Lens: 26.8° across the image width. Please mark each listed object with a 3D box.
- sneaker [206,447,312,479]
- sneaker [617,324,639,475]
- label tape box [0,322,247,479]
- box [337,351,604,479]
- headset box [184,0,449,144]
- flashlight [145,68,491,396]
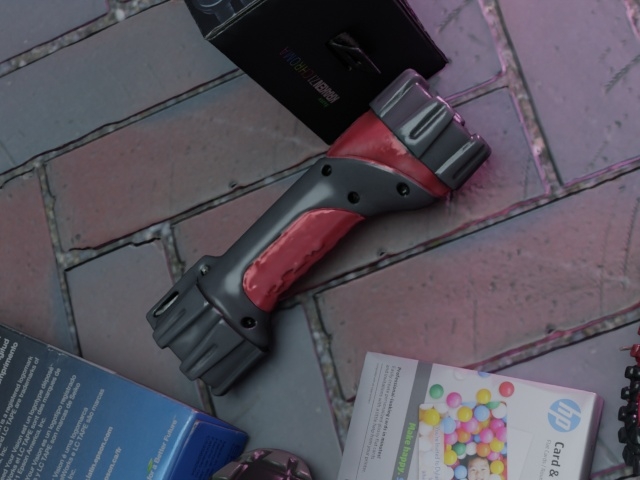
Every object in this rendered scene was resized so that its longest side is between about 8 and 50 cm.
[{"bbox_3d":[-0.078,0.286,1.036,0.101,0.106,0.267,17,59,14],"label":"sneaker"},{"bbox_3d":[0.293,0.032,0.965,0.112,0.121,0.299,13,78,-5],"label":"sneaker"},{"bbox_3d":[-0.260,0.202,1.128,0.334,0.106,0.240,20,82,26],"label":"label tape box"},{"bbox_3d":[0.109,0.172,1.027,0.186,0.038,0.145,9,79,23],"label":"box"},{"bbox_3d":[-0.039,-0.240,1.089,0.131,0.246,0.283,-33,65,11],"label":"headset box"},{"bbox_3d":[0.000,0.000,1.092,0.304,0.103,0.103,-46,26,8],"label":"flashlight"}]
